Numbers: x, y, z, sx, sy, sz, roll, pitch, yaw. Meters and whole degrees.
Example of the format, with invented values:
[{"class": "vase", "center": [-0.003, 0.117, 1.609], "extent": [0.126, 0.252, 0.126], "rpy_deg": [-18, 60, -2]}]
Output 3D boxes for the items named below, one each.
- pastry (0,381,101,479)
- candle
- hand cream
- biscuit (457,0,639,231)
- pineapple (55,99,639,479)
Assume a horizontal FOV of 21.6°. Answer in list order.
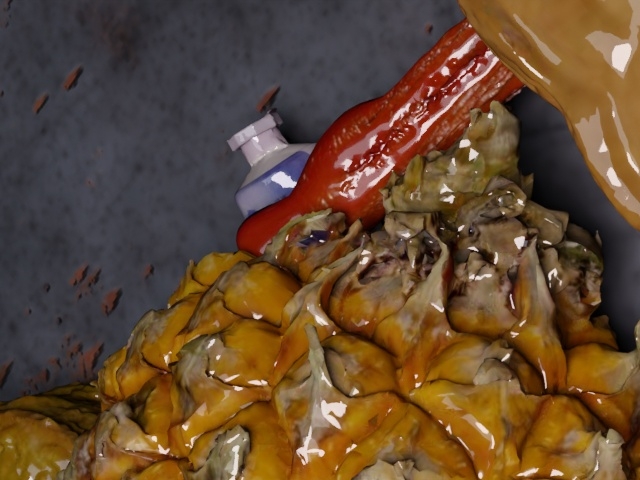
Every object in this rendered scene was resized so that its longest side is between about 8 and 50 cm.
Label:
[{"class": "pastry", "center": [-0.145, 0.176, 0.930], "extent": [0.188, 0.103, 0.189], "rpy_deg": [3, 95, 32]}, {"class": "candle", "center": [0.066, -0.077, 0.789], "extent": [0.051, 0.048, 0.329], "rpy_deg": [41, 107, -20]}, {"class": "hand cream", "center": [0.000, 0.000, 0.864], "extent": [0.084, 0.053, 0.142], "rpy_deg": [-32, 87, 29]}, {"class": "biscuit", "center": [0.228, -0.118, 0.670], "extent": [0.312, 0.057, 0.351], "rpy_deg": [-38, 74, 16]}, {"class": "pineapple", "center": [0.026, 0.089, 0.701], "extent": [0.344, 0.209, 0.286], "rpy_deg": [15, 106, 9]}]
